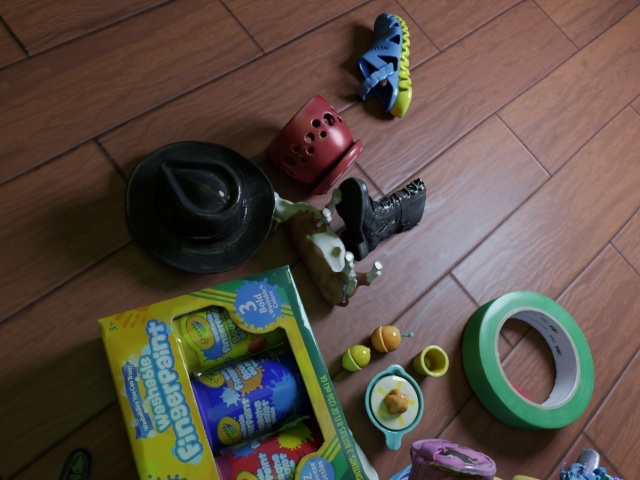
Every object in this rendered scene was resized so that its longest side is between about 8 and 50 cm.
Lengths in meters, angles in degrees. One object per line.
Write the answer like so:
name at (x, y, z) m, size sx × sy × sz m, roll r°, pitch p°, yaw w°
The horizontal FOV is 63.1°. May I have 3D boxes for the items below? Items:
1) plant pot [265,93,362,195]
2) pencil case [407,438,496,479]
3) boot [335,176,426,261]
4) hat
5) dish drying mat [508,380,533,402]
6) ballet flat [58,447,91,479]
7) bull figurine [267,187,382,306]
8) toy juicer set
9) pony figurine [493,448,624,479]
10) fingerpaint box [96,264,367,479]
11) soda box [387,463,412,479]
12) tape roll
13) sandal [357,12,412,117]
plant pot at (-0.006, -0.218, 1.227) m, size 0.174 × 0.191 × 0.191 m, roll 40°, pitch 63°, yaw -5°
pencil case at (0.212, 0.564, 0.955) m, size 0.160 × 0.167 × 0.386 m, roll 11°, pitch 86°, yaw 23°
boot at (0.152, -0.086, 1.214) m, size 0.229 × 0.263 × 0.091 m, roll -32°, pitch 54°, yaw -20°
hat at (-0.258, -0.096, 1.081) m, size 0.331 × 0.134 × 0.331 m, roll 1°, pitch 72°, yaw -4°
dish drying mat at (0.473, 0.373, 1.255) m, size 0.083 × 0.008 × 0.032 m, roll 40°, pitch 63°, yaw -1°
ballet flat at (-0.442, 0.453, 0.905) m, size 0.057 × 0.049 × 0.173 m, roll 9°, pitch 68°, yaw -14°
bull figurine at (0.000, 0.000, 1.160) m, size 0.101 × 0.188 × 0.310 m, roll -31°, pitch 88°, yaw -38°
toy juicer set at (0.126, 0.325, 1.116) m, size 0.209 × 0.089 × 0.329 m, roll 37°, pitch 64°, yaw -2°
pony figurine at (0.496, 0.556, 1.041) m, size 0.363 × 0.351 × 0.303 m, roll 6°, pitch 63°, yaw 4°
fingerpaint box at (-0.169, 0.314, 0.983) m, size 0.371 × 0.163 × 0.445 m, roll -15°, pitch 75°, yaw -22°
soda box at (0.187, 0.516, 1.064) m, size 0.210 × 0.067 × 0.071 m, roll -22°, pitch 102°, yaw -25°
tape roll at (0.499, 0.284, 1.253) m, size 0.321 × 0.077 × 0.321 m, roll 7°, pitch 65°, yaw -16°
sandal at (0.168, -0.492, 1.428) m, size 0.138 × 0.126 × 0.317 m, roll 4°, pitch 67°, yaw -12°
